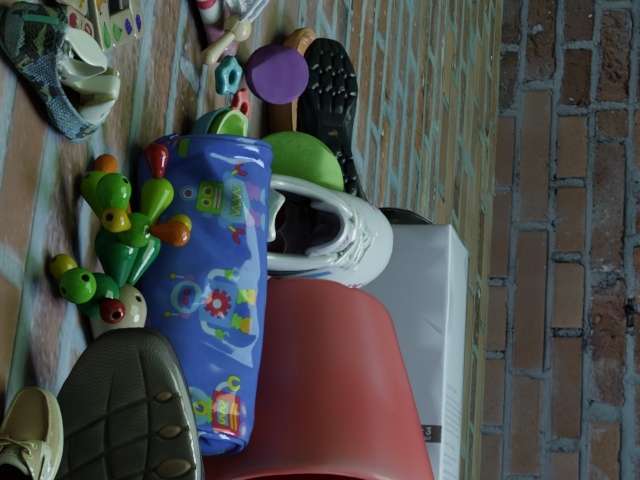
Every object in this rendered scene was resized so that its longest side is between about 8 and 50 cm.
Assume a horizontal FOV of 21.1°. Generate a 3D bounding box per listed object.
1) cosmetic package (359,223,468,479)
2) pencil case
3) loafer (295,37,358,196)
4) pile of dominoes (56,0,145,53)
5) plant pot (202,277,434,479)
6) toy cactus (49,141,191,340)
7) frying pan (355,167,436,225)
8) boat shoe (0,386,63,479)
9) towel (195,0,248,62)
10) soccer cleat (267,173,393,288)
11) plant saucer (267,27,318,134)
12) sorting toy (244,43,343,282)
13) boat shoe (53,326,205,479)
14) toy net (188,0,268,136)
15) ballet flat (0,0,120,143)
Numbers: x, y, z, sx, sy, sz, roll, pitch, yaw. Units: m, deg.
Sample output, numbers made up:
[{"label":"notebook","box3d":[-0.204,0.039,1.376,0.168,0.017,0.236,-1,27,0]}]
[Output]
[{"label":"cosmetic package","box3d":[0.064,0.176,2.115,0.156,0.217,0.385,41,49,-73]},{"label":"pencil case","box3d":[-0.117,0.048,1.566,0.119,0.133,0.306,-19,-117,57]},{"label":"loafer","box3d":[0.001,-0.131,2.022,0.078,0.076,0.223,140,-48,-59]},{"label":"pile of dominoes","box3d":[-0.182,-0.279,1.427,0.196,0.040,0.251,-55,139,-70]},{"label":"plant pot","box3d":[-0.017,0.188,1.726,0.275,0.275,0.243,71,15,-54]},{"label":"toy cactus","box3d":[-0.161,0.024,1.451,0.219,0.112,0.180,-82,177,-63]},{"label":"frying pan","box3d":[0.088,-0.009,2.250,0.053,0.197,0.326,-31,120,-68]},{"label":"boat shoe","box3d":[-0.223,0.168,1.263,0.045,0.050,0.135,73,21,-65]},{"label":"towel","box3d":[-0.119,-0.375,1.738,0.329,0.037,0.237,70,26,-50]},{"label":"soccer cleat","box3d":[0.000,0.000,1.778,0.331,0.143,0.116,10,86,-52]},{"label":"plant saucer","box3d":[-0.028,-0.161,2.106,0.200,0.037,0.200,-1,90,-77]},{"label":"sorting toy","box3d":[-0.049,-0.042,1.955,0.126,0.127,0.365,-154,-123,-72]},{"label":"boat shoe","box3d":[-0.158,0.221,1.423,0.130,0.132,0.355,-84,177,-65]},{"label":"toy net","box3d":[-0.079,-0.181,1.764,0.122,0.045,0.232,12,91,-65]},{"label":"ballet flat","box3d":[-0.194,-0.128,1.357,0.188,0.070,0.070,56,36,-68]}]
